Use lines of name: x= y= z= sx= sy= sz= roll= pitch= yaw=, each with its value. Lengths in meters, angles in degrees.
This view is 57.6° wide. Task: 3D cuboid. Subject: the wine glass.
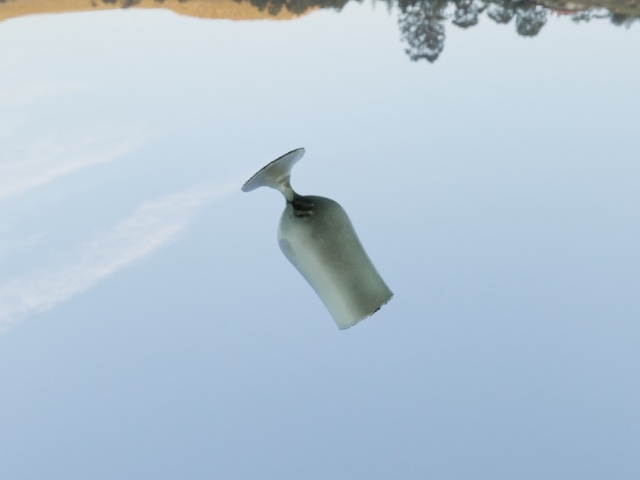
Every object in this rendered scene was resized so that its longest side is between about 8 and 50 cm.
wine glass: x=0.000 y=0.000 z=0.768 sx=0.103 sy=0.231 sz=0.103 roll=-34 pitch=177 yaw=-2
